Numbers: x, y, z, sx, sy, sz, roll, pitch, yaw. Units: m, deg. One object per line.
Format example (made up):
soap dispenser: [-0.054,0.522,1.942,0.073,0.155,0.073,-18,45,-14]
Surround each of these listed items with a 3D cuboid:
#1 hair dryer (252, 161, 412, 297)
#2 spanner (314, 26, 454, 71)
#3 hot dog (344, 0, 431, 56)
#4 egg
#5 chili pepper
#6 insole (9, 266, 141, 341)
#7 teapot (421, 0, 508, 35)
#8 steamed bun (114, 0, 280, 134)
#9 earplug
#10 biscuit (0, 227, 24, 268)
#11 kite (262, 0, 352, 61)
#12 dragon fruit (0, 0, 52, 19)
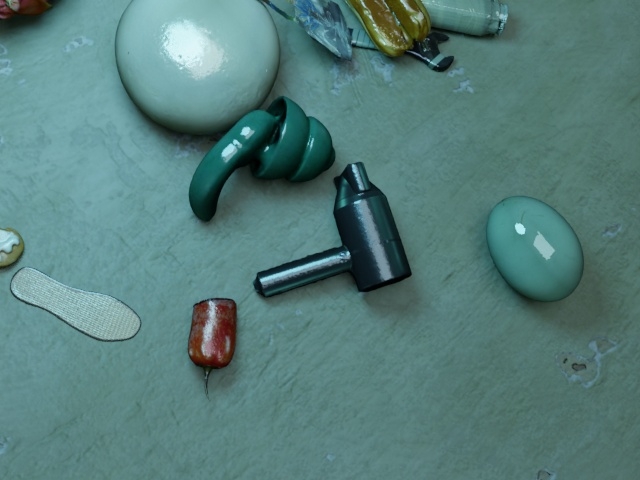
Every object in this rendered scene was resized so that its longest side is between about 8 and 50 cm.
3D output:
hair dryer: [0.000,0.000,1.691,0.303,0.116,0.244,-18,80,-7]
spanner: [0.132,-0.425,1.837,0.316,0.024,0.087,9,76,-8]
hot dog: [0.104,-0.539,1.795,0.135,0.100,0.337,-34,87,17]
egg: [0.426,0.016,1.729,0.168,0.168,0.230,-30,81,-15]
chili pepper: [-0.202,0.203,1.613,0.086,0.084,0.192,1,74,6]
insole: [-0.458,0.122,1.618,0.253,0.005,0.086,23,75,-6]
teapot: [0.298,-0.502,1.859,0.201,0.077,0.107,9,59,-9]
steamed bun: [-0.232,-0.366,1.657,0.325,0.206,0.324,2,77,-11]
earplug: [-0.104,-0.153,1.665,0.280,0.164,0.257,9,86,-22]
biscuit: [-0.719,-0.059,1.582,0.216,0.047,0.339,-35,88,-16]
kite: [-0.045,-0.459,1.706,0.310,0.015,0.169,15,53,-42]
dragon fruit: [-0.577,-0.518,1.611,0.224,0.224,0.227,37,36,-2]
